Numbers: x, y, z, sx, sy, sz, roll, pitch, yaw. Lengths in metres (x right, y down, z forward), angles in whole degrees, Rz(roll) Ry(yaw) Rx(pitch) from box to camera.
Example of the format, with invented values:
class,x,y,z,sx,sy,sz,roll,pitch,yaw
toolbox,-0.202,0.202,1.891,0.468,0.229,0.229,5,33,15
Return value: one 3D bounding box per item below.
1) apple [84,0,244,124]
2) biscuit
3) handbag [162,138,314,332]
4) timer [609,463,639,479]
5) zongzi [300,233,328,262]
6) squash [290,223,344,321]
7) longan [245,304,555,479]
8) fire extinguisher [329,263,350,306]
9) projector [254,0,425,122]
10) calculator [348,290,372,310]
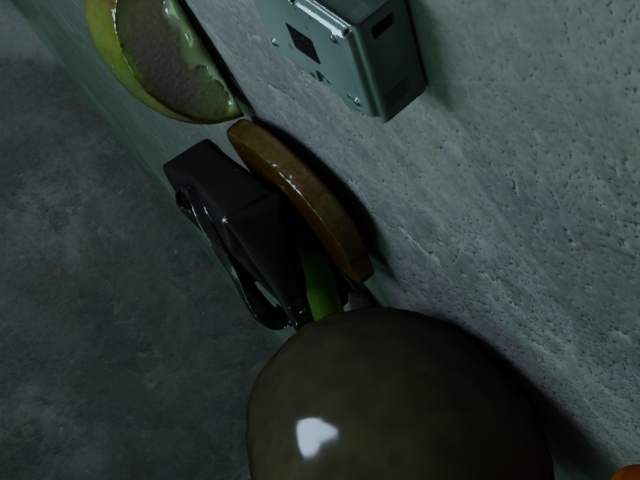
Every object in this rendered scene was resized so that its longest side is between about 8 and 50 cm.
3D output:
class,x,y,z,sx,sy,sz,roll,pitch,yaw
apple,-0.237,-0.258,1.178,0.193,0.120,0.265,27,155,48
biscuit,-0.024,-0.058,1.222,0.273,0.049,0.257,45,171,38
handbag,-0.117,-0.004,1.329,0.285,0.113,0.257,39,159,55
timer,0.383,0.379,0.891,0.250,0.161,0.257,29,159,35
zongzi,0.000,0.000,1.390,0.076,0.040,0.083,54,-173,6
squash,-0.016,0.072,1.451,0.082,0.082,0.293,23,134,65
longan,0.103,0.290,1.141,0.404,0.403,0.436,90,163,-73
fire extinguisher,-0.013,0.042,1.519,0.177,0.050,0.062,54,160,-22
projector,0.007,-0.172,0.703,0.147,0.061,0.115,42,169,34
calculator,0.072,0.226,1.532,0.330,0.048,0.220,88,179,-63
